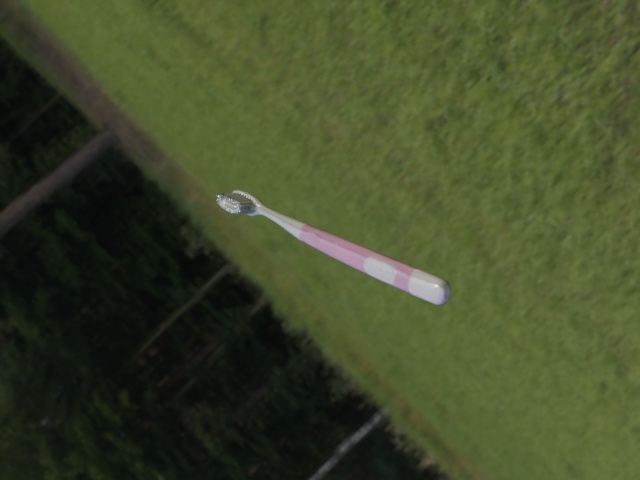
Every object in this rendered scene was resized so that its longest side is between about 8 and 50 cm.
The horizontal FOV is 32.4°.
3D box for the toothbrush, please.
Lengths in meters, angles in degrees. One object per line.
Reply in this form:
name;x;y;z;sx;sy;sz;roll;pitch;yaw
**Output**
toothbrush;0.000;0.000;0.863;0.025;0.020;0.286;-6;-161;-37
